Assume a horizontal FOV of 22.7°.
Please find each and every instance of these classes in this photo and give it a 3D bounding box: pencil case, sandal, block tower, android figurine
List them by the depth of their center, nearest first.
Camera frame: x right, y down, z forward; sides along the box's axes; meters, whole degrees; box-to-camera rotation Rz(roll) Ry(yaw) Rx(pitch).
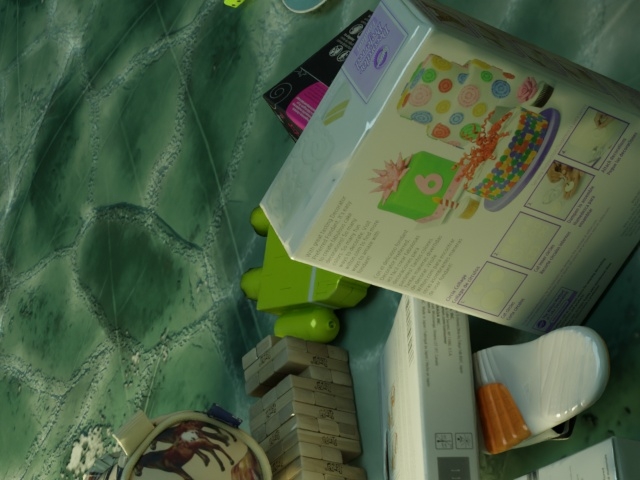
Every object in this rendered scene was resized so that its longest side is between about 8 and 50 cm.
[{"bbox_3d":[0.214,0.140,1.474,0.265,0.076,0.102,150,120,-64],"label":"sandal"},{"bbox_3d":[-0.012,0.260,1.745,0.091,0.097,0.336,-43,45,40],"label":"block tower"},{"bbox_3d":[-0.179,0.290,1.807,0.184,0.160,0.410,56,159,3],"label":"pencil case"},{"bbox_3d":[0.000,0.000,1.877,0.273,0.056,0.248,-14,65,54],"label":"android figurine"}]

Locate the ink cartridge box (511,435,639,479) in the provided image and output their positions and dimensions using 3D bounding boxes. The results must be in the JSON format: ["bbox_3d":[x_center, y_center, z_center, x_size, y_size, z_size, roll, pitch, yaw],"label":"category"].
[{"bbox_3d":[0.232,0.238,1.348,0.190,0.139,0.082,-36,50,44],"label":"ink cartridge box"}]

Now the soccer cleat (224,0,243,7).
[{"bbox_3d":[-0.126,-0.410,2.247,0.072,0.060,0.179,-41,47,42],"label":"soccer cleat"}]

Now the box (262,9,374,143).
[{"bbox_3d":[0.081,-0.115,1.686,0.163,0.142,0.247,-39,36,-7],"label":"box"}]

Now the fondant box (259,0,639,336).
[{"bbox_3d":[0.147,-0.059,1.432,0.238,0.330,0.096,-58,36,21],"label":"fondant box"}]

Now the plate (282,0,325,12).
[{"bbox_3d":[0.006,-0.381,2.068,0.188,0.024,0.188,-29,53,46],"label":"plate"}]

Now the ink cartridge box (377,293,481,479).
[{"bbox_3d":[0.106,0.203,1.607,0.239,0.060,0.275,101,168,-63],"label":"ink cartridge box"}]
